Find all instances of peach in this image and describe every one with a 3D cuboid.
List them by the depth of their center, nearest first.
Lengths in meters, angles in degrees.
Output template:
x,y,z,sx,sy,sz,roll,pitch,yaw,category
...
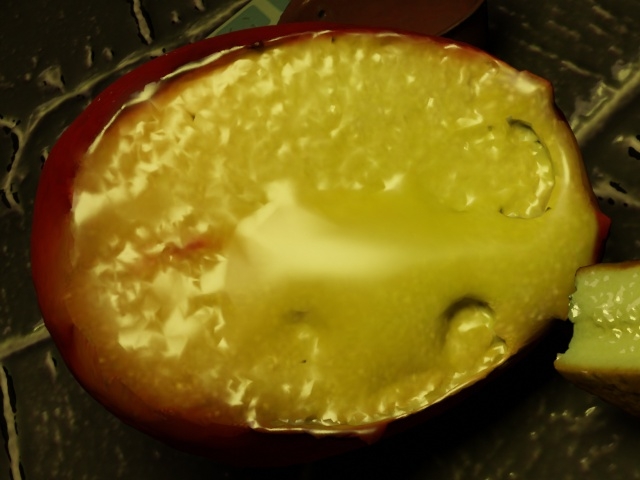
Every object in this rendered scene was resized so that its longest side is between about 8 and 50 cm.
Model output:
x,y,z,sx,sy,sz,roll,pitch,yaw,category
0.000,0.000,0.968,0.338,0.281,0.281,-9,44,35,peach

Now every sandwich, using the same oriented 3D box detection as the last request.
x,y,z,sx,sy,sz,roll,pitch,yaw,category
0.246,0.059,0.835,0.244,0.088,0.090,-1,58,36,sandwich

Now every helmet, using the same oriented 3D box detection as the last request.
x,y,z,sx,sy,sz,roll,pitch,yaw,category
0.063,-0.140,1.198,0.175,0.106,0.155,-35,37,-6,helmet

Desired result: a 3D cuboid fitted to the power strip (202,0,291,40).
x,y,z,sx,sy,sz,roll,pitch,yaw,category
-0.019,-0.174,1.364,0.270,0.046,0.118,-39,35,-3,power strip
